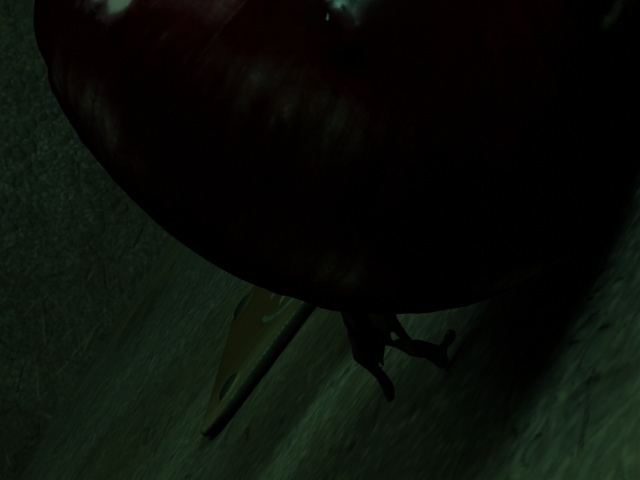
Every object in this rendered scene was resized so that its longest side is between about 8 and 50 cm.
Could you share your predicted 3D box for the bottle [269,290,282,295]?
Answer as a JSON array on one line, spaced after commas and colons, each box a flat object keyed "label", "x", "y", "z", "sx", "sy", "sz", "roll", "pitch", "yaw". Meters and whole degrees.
[{"label": "bottle", "x": 0.040, "y": -0.086, "z": 1.052, "sx": 0.156, "sy": 0.143, "sz": 0.271, "roll": 28, "pitch": 78, "yaw": 43}]

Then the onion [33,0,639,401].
[{"label": "onion", "x": 0.009, "y": -0.068, "z": 0.759, "sx": 0.273, "sy": 0.273, "sz": 0.285, "roll": -64, "pitch": -9, "yaw": -47}]

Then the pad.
[{"label": "pad", "x": 0.000, "y": 0.000, "z": 1.372, "sx": 0.286, "sy": 0.018, "sz": 0.284, "roll": -54, "pitch": 8, "yaw": 17}]
